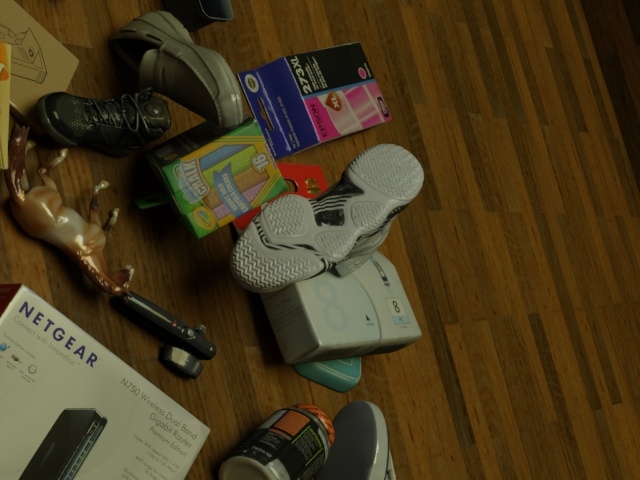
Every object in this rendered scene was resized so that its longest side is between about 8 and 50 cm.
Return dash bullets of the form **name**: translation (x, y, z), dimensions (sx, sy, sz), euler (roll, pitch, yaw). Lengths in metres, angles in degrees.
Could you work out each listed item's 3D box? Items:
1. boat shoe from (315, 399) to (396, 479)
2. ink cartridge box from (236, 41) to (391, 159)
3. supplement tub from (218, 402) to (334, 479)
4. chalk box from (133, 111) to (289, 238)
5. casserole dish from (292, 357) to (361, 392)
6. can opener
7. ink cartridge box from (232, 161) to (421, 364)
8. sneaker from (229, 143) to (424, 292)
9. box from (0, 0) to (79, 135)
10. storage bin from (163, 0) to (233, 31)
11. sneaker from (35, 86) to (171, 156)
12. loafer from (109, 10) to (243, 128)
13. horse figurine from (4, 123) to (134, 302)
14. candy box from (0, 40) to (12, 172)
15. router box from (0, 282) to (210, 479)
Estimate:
- **boat shoe**: translation (0.089, 0.452, 1.919), dimensions (0.156, 0.136, 0.367), euler (28, 54, -43)
- **ink cartridge box**: translation (-0.004, -0.274, 2.252), dimensions (0.371, 0.069, 0.175), euler (-24, 92, -53)
- **supplement tub**: translation (-0.061, 0.332, 1.798), dimensions (0.190, 0.117, 0.117), euler (-35, 101, -54)
- **chalk box**: translation (-0.182, -0.094, 1.802), dimensions (0.132, 0.213, 0.132), euler (64, -10, -22)
- **casserole dish**: translation (0.014, 0.194, 2.043), dimensions (0.188, 0.037, 0.114), euler (29, 49, -41)
- **can opener**: translation (-0.228, 0.130, 1.733), dimensions (0.186, 0.059, 0.073), euler (45, 42, -30)
- **ink cartridge box**: translation (0.000, 0.017, 2.038), dimensions (0.308, 0.091, 0.385), euler (0, 65, -52)
- **sneaker**: translation (0.000, 0.000, 1.873), dimensions (0.366, 0.210, 0.137), euler (-34, 75, -28)
- **box**: translation (-0.448, -0.270, 1.687), dimensions (0.201, 0.021, 0.164), euler (43, 42, -31)
- **storage bin**: translation (-0.225, -0.422, 2.005), dimensions (0.098, 0.091, 0.135), euler (-9, 79, -55)
- **sneaker**: translation (-0.306, -0.184, 1.710), dimensions (0.227, 0.130, 0.087), euler (14, 58, -60)
- **loafer**: translation (-0.220, -0.254, 1.795), dimensions (0.111, 0.319, 0.112), euler (-23, 129, -22)
- **horse figurine**: translation (-0.359, -0.042, 1.647), dimensions (0.263, 0.066, 0.174), euler (44, 35, -34)
- **candy box**: translation (-0.539, -0.198, 1.454), dimensions (0.316, 0.088, 0.182), euler (17, 63, -47)
- **router box**: translation (-0.335, 0.267, 1.414), dimensions (0.335, 0.082, 0.301), euler (43, 62, -31)
